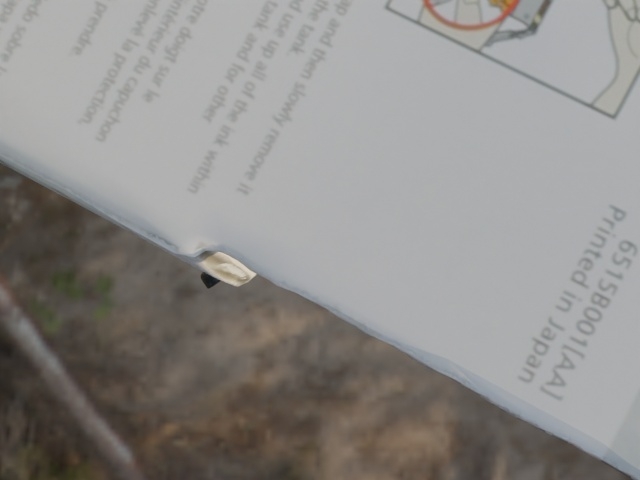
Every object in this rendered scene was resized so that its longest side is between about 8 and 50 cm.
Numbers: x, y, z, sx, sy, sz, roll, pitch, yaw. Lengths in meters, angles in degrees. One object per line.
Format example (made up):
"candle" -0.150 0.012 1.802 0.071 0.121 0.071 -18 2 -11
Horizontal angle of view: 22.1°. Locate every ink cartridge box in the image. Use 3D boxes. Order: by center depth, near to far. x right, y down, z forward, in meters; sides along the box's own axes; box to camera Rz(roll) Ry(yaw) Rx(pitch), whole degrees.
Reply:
"ink cartridge box" 0.039 -0.113 0.366 0.239 0.275 0.060 28 176 10

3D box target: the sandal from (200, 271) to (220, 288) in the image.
"sandal" 0.000 0.000 1.024 0.179 0.040 0.067 -23 178 -46
